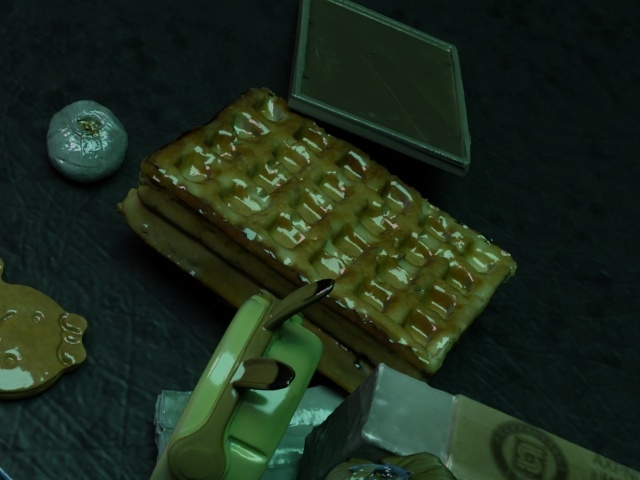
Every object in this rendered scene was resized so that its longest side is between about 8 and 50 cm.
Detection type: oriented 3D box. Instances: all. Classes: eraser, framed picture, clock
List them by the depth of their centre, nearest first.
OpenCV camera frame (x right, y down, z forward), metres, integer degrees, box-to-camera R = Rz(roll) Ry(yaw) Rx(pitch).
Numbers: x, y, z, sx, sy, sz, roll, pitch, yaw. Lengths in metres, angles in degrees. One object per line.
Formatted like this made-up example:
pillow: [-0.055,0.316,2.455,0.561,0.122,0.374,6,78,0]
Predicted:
clock: [-0.054,0.116,0.909,0.069,0.232,0.170,28,50,0]
eraser: [0.159,0.214,0.996,0.343,0.144,0.078,25,50,-13]
framed picture: [0.061,-0.171,1.310,0.189,0.023,0.260,21,34,-13]

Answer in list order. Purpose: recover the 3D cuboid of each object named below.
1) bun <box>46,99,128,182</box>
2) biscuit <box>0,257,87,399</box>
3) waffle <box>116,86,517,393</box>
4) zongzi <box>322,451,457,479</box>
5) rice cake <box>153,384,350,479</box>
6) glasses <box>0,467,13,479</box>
bun: [-0.213,-0.092,1.187,0.083,0.045,0.083,7,53,-10]
biscuit: [-0.285,0.067,1.050,0.184,0.027,0.133,35,48,8]
waffle: [0.000,0.001,1.146,0.308,0.091,0.213,36,37,9]
zongzi: [0.103,0.258,0.906,0.274,0.251,0.125,6,31,-19]
rice cake: [-0.030,0.174,1.054,0.211,0.038,0.124,5,53,-18]
glasses: [-0.290,0.229,0.917,0.189,0.088,0.220,-24,45,-33]
